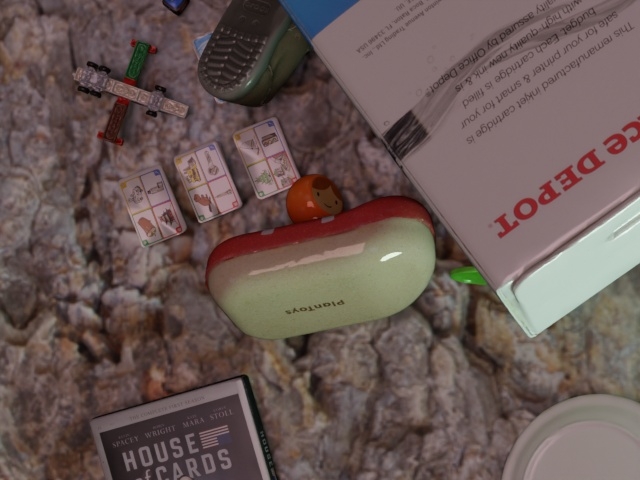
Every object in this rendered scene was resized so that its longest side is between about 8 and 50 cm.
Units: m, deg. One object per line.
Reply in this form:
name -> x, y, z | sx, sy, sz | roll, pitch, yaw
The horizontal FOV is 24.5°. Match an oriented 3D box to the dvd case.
dvd case -> -0.129, 0.279, 1.554 | 0.179, 0.029, 0.238 | -17, 88, 11

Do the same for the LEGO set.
LEGO set -> -0.148, -0.136, 1.557 | 0.183, 0.060, 0.244 | -23, 87, -1

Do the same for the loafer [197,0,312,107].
loafer -> -0.034, -0.242, 1.506 | 0.094, 0.087, 0.251 | 31, 84, 29

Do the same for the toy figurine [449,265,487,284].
toy figurine -> 0.210, -0.042, 1.453 | 0.173, 0.130, 0.159 | -6, 75, 36

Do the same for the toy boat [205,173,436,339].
toy boat -> 0.000, 0.000, 1.483 | 0.231, 0.151, 0.151 | -12, 59, 12

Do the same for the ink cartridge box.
ink cartridge box -> 0.183, -0.155, 1.341 | 0.285, 0.166, 0.395 | -36, 64, 4

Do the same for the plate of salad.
plate of salad -> 0.273, 0.251, 1.448 | 0.200, 0.048, 0.199 | -10, 69, 28
